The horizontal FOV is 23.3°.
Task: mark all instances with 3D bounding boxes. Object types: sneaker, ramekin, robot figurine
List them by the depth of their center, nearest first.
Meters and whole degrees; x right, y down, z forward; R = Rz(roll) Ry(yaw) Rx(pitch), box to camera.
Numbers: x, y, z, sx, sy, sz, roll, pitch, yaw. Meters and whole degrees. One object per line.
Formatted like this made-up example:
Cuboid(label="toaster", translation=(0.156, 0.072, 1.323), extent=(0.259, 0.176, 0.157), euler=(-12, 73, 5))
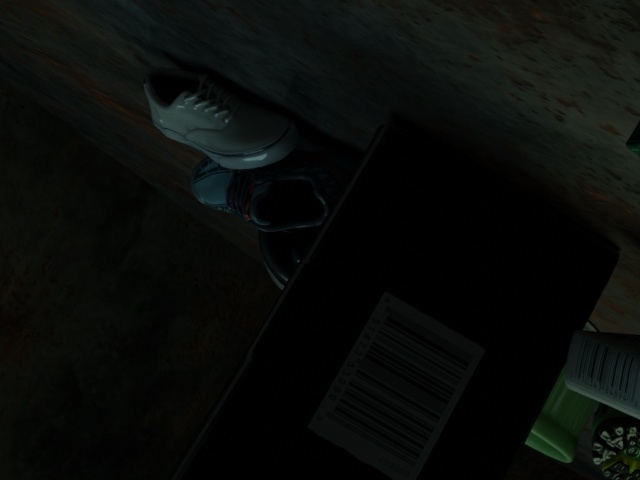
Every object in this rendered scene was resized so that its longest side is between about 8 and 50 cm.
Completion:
Cuboid(label="sneaker", translation=(-0.068, -0.068, 1.953), extent=(0.262, 0.104, 0.125), euler=(4, -160, 31))
Cuboid(label="sneaker", translation=(-0.138, -0.160, 1.972), extent=(0.258, 0.094, 0.091), euler=(16, 148, 40))
Cuboid(label="robot figurine", translation=(-0.001, 0.003, 2.158), extent=(0.174, 0.209, 0.278), euler=(18, 172, 4))
Cuboid(label="sneaker", translation=(0.555, 0.309, 2.253), extent=(0.344, 0.134, 0.146), euler=(26, -150, -7))
Cuboid(label="ramekin", translation=(0.293, 0.203, 2.407), extent=(0.303, 0.148, 0.303), euler=(31, 173, 4))

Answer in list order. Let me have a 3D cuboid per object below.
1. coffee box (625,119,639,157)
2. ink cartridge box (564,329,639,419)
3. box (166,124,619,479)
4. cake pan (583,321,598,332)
Cuboid(label="coffee box", translation=(0.313, -0.031, 1.081), extent=(0.184, 0.040, 0.113), euler=(34, 173, -16))
Cuboid(label="ink cartridge box", translation=(0.457, 0.155, 1.462), extent=(0.330, 0.071, 0.324), euler=(4, -172, -29))
Cuboid(label="box", translation=(0.049, 0.205, 1.727), extent=(0.297, 0.480, 0.472), euler=(30, 161, 2))
Cuboid(label="cake pan", translation=(0.249, 0.084, 2.154), extent=(0.293, 0.054, 0.293), euler=(31, 173, 4))
